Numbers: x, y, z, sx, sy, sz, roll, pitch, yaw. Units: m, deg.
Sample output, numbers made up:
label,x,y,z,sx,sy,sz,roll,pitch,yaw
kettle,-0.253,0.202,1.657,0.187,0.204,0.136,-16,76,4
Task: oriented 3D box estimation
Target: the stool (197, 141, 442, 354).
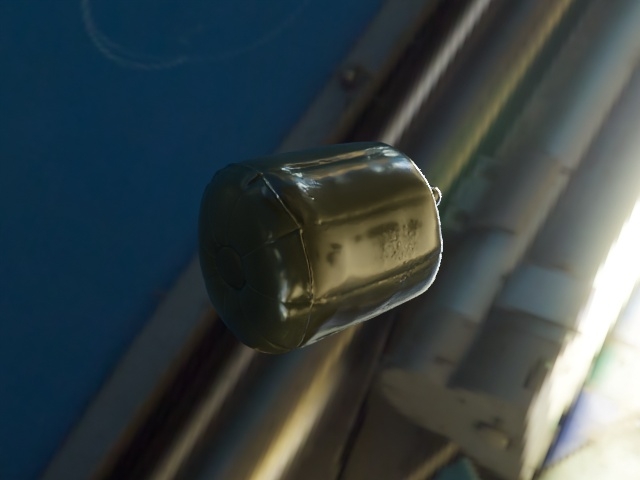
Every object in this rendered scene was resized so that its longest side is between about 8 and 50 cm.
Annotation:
label,x,y,z,sx,sy,sz,roll,pitch,yaw
stool,0.000,0.000,0.762,0.110,0.096,0.096,-16,-56,-31
